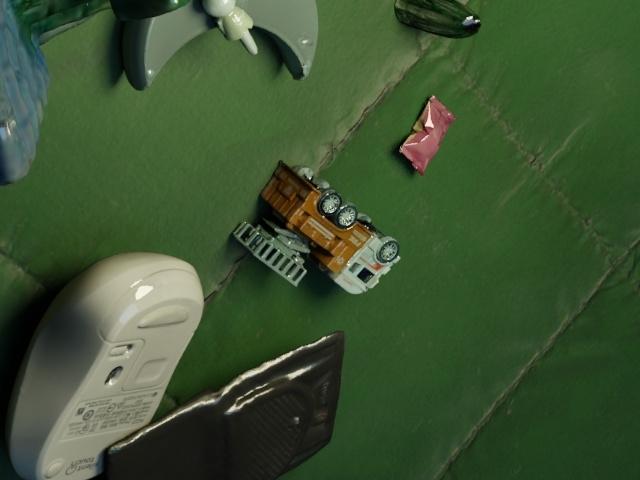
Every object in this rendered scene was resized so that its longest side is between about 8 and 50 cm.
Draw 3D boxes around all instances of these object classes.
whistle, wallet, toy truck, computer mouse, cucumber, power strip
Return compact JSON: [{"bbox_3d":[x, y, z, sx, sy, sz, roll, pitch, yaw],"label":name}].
[{"bbox_3d":[-0.092,-0.229,2.028,0.035,0.035,0.100,-45,131,-10],"label":"whistle"},{"bbox_3d":[-0.108,0.245,2.280,0.323,0.041,0.247,-25,143,-24],"label":"wallet"},{"bbox_3d":[0.001,0.001,2.252,0.115,0.080,0.178,-51,131,2],"label":"toy truck"},{"bbox_3d":[-0.244,0.126,2.106,0.184,0.121,0.297,-13,140,-51],"label":"computer mouse"},{"bbox_3d":[0.137,-0.252,2.215,0.048,0.105,0.048,-25,127,-38],"label":"cucumber"},{"bbox_3d":[-0.112,-0.240,2.067,0.253,0.054,0.167,-5,111,-35],"label":"power strip"}]

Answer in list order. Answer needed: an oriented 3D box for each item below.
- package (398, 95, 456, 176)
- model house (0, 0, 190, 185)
[{"bbox_3d":[0.126,-0.124,2.316,0.083,0.029,0.059,-58,136,-11],"label":"package"},{"bbox_3d":[-0.287,-0.255,1.706,0.445,0.400,0.395,-27,123,-24],"label":"model house"}]
